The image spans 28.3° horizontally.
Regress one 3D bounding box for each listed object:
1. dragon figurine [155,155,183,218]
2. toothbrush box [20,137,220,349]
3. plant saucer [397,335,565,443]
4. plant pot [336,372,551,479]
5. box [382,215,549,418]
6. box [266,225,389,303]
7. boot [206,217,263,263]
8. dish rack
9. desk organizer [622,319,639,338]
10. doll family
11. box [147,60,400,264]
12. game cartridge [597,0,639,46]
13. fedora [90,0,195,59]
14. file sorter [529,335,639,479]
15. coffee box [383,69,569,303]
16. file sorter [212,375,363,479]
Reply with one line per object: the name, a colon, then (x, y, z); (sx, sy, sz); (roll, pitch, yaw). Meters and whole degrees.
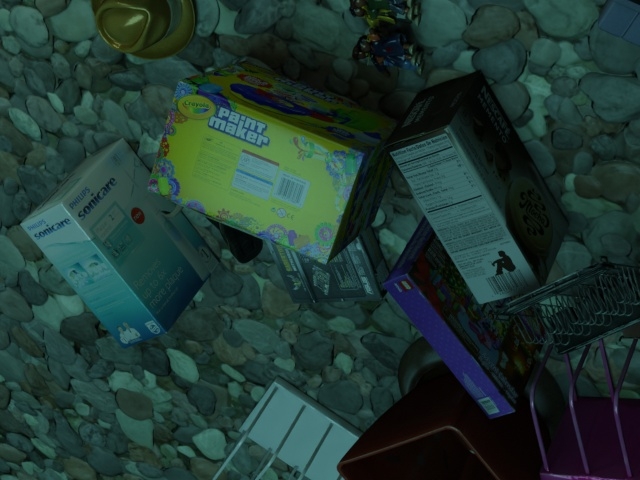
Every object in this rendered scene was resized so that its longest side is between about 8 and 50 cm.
dragon figurine: (-0.210, -0.141, 2.128); (0.085, 0.144, 0.289); (27, 150, 10)
toothbrush box: (-0.347, 0.005, 2.233); (0.126, 0.216, 0.295); (-23, 111, 38)
plant saucer: (0.276, 0.289, 2.246); (0.311, 0.050, 0.310); (15, 130, 18)
plant pot: (0.239, 0.359, 2.124); (0.267, 0.236, 0.267); (-27, 109, 40)
box: (0.237, 0.108, 2.013); (0.057, 0.201, 0.293); (-24, 112, 40)
box: (0.000, 0.000, 2.153); (0.183, 0.056, 0.231); (-4, 123, 32)
boot: (-0.169, -0.062, 2.136); (0.137, 0.077, 0.198); (46, 155, 30)
dish rack: (0.386, 0.096, 1.869); (0.208, 0.271, 0.074); (-30, 69, 27)
desk organizer: (0.534, 0.121, 1.972); (0.130, 0.047, 0.050); (0, 123, 28)
doll family: (0.090, -0.305, 1.850); (0.111, 0.076, 0.193); (8, 132, 17)
box: (-0.057, -0.126, 1.900); (0.290, 0.279, 0.177); (22, 109, 10)
game cartridge: (0.511, -0.346, 1.546); (0.230, 0.068, 0.355); (20, 143, -5)
fedora: (-0.295, -0.355, 2.010); (0.194, 0.079, 0.194); (14, 131, 17)
file sorter: (0.497, 0.258, 1.999); (0.291, 0.202, 0.182); (-1, 122, 29)
coffee box: (0.236, -0.078, 1.888); (0.119, 0.168, 0.297); (-18, 115, 36)
file sorter: (-0.038, 0.443, 2.449); (0.278, 0.173, 0.193); (34, 134, -1)
